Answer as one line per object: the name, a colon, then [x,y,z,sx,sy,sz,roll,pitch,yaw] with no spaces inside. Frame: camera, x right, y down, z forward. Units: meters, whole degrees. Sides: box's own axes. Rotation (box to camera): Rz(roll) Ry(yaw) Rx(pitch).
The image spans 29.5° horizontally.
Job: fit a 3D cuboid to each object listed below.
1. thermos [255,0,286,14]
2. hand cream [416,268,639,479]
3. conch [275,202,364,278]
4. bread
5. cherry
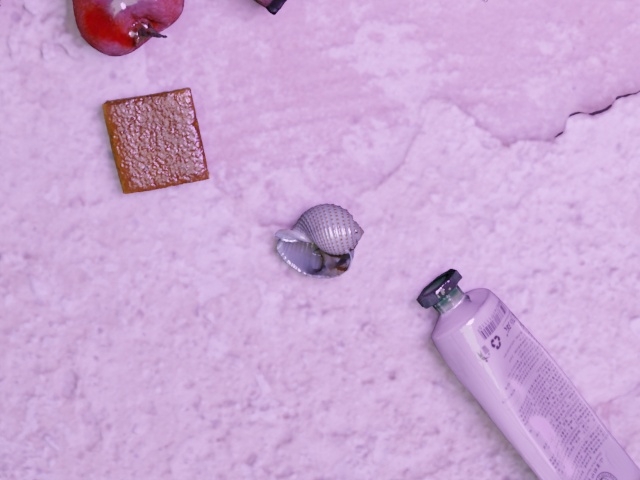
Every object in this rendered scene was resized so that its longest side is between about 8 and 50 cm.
thermos: [-0.159,-0.330,1.108,0.330,0.109,0.136,32,102,-11]
hand cream: [0.221,0.171,1.244,0.336,0.121,0.076,50,141,-8]
conch: [0.003,-0.002,1.219,0.085,0.056,0.076,6,122,27]
bread: [-0.162,-0.100,1.202,0.090,0.035,0.094,-11,102,1]
cherry: [-0.182,-0.235,1.149,0.106,0.087,0.126,-8,84,7]
